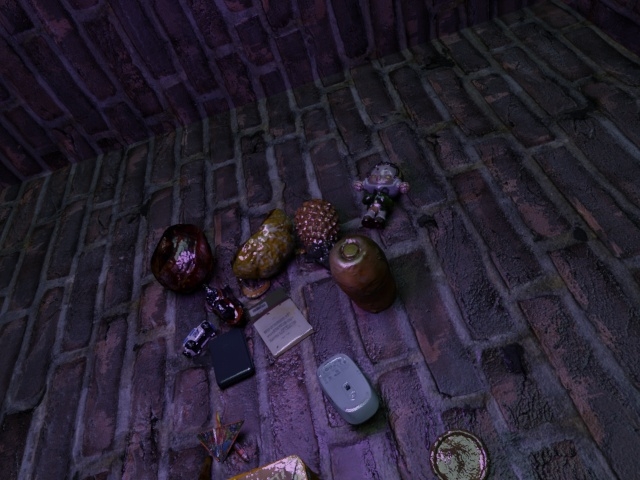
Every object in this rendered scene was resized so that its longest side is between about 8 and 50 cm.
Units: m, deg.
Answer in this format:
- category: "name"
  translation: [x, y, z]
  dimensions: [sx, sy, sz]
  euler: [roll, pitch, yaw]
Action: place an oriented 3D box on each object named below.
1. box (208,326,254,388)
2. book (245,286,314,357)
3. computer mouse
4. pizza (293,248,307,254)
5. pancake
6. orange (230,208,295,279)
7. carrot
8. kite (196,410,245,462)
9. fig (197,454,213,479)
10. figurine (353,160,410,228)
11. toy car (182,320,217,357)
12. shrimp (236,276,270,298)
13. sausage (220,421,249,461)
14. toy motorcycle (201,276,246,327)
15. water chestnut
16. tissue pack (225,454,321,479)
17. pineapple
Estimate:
- category: "box"
  translation: [-0.369, 0.481, 1.979]
  dimensions: [0.160, 0.050, 0.230]
  euler: [-25, 47, -2]
- category: "book"
  translation: [-0.180, 0.342, 2.048]
  dimensions: [0.201, 0.026, 0.289]
  euler: [-33, 48, -10]
- category: "computer mouse"
  translation: [0.100, 0.539, 1.734]
  dimensions: [0.159, 0.097, 0.288]
  euler: [-35, 37, -9]
- category: "pizza"
  translation: [-0.103, 0.055, 2.278]
  dimensions: [0.083, 0.016, 0.037]
  euler: [-7, 47, 9]
- category: "pancake"
  translation: [0.441, 0.697, 1.524]
  dimensions: [0.199, 0.021, 0.199]
  euler: [-11, 47, 12]
- category: "orange"
  translation: [-0.241, 0.035, 2.167]
  dimensions: [0.210, 0.271, 0.368]
  euler: [36, 72, 6]
- category: "carrot"
  translation: [0.168, 0.132, 1.898]
  dimensions: [0.224, 0.340, 0.224]
  euler: [-12, 50, 15]
- category: "kite"
  translation: [-0.363, 0.720, 1.768]
  dimensions: [0.241, 0.014, 0.183]
  euler: [-30, 57, 20]
- category: "fig"
  translation: [-0.385, 0.876, 1.608]
  dimensions: [0.191, 0.190, 0.290]
  euler: [-35, 12, -12]
- category: "figurine"
  translation: [0.291, -0.224, 2.285]
  dimensions: [0.281, 0.167, 0.369]
  euler: [5, 60, 25]
- category: "toy car"
  translation: [-0.528, 0.426, 2.065]
  dimensions: [0.070, 0.080, 0.170]
  euler: [20, 60, 34]
- category: "shrimp"
  translation: [-0.307, 0.187, 2.222]
  dimensions: [0.148, 0.035, 0.195]
  euler: [-33, 47, -11]
- category: "sausage"
  translation: [-0.317, 0.737, 1.756]
  dimensions: [0.028, 0.025, 0.198]
  euler: [-47, 51, -11]
- category: "toy motorcycle"
  translation: [-0.431, 0.271, 2.116]
  dimensions: [0.134, 0.207, 0.401]
  euler: [-49, 34, -6]
- category: "water chestnut"
  translation: [-0.621, 0.089, 2.269]
  dimensions: [0.350, 0.302, 0.350]
  euler: [-17, 66, 43]
- category: "tissue pack"
  translation: [-0.118, 0.810, 1.382]
  dimensions: [0.293, 0.382, 0.228]
  euler: [-22, 49, 0]
- category: "pineapple"
  translation: [-0.001, -0.001, 2.180]
  dimensions: [0.223, 0.223, 0.357]
  euler: [-15, 58, 7]
